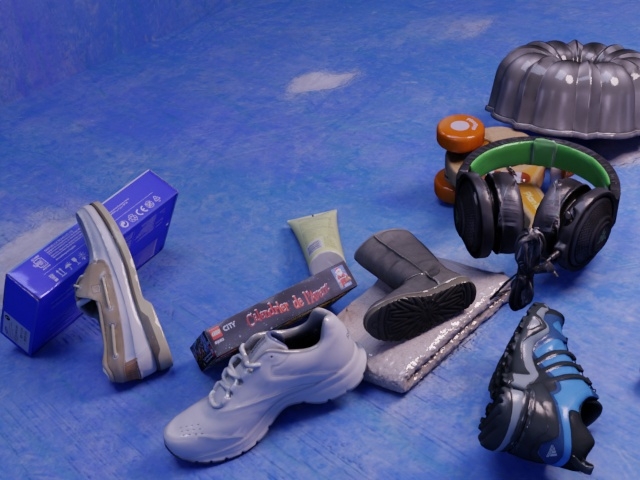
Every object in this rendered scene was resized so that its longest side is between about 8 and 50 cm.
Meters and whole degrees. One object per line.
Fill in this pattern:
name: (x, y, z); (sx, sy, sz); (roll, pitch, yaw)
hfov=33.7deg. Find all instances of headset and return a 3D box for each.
headset: (0.309, -0.051, 1.536); (0.243, 0.185, 0.394); (8, 40, 12)

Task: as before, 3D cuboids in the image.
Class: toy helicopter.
toy helicopter: (0.345, -0.085, 1.760); (0.235, 0.140, 0.355); (-11, 38, -11)

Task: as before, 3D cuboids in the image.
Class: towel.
towel: (0.136, 0.112, 1.552); (0.187, 0.049, 0.282); (14, 40, 43)

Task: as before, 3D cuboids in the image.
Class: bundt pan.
bundt pan: (0.471, -0.288, 1.935); (0.330, 0.124, 0.331); (1, 21, -1)

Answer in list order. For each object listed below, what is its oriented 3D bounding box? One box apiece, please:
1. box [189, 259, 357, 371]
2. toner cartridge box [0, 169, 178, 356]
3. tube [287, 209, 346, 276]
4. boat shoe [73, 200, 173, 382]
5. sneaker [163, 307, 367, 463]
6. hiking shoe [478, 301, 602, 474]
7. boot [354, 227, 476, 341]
box: (-0.072, 0.113, 1.562); (0.233, 0.044, 0.159); (-26, -6, -19)
toner cartridge box: (-0.391, 0.033, 1.807); (0.075, 0.165, 0.348); (37, 47, 11)
tube: (0.000, 0.000, 1.811); (0.070, 0.062, 0.240); (26, 17, -17)
boat shoe: (-0.330, 0.076, 1.637); (0.103, 0.113, 0.302); (-21, 67, -14)
sneaker: (-0.086, 0.187, 1.421); (0.297, 0.129, 0.111); (-31, 39, -8)
hiking shoe: (0.284, 0.188, 1.324); (0.132, 0.113, 0.304); (25, 31, 7)
boot: (0.103, 0.055, 1.541); (0.189, 0.076, 0.208); (-14, 34, -24)
